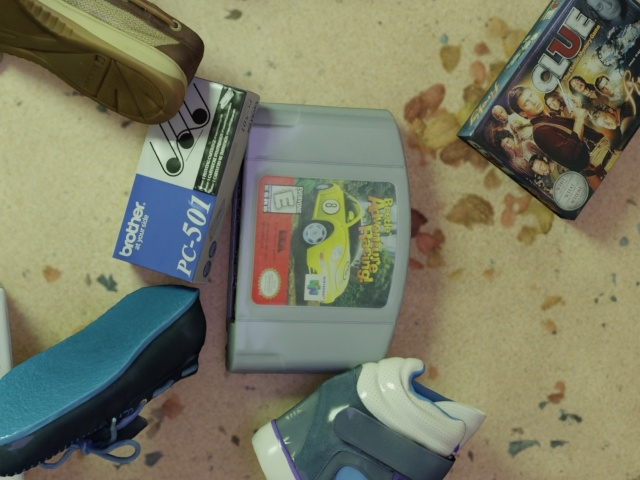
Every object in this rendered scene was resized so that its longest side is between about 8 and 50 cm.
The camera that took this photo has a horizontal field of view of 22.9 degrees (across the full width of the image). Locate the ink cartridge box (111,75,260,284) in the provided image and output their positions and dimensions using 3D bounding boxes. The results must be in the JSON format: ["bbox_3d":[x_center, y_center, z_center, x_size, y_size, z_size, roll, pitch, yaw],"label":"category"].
[{"bbox_3d":[-0.140,-0.067,1.653,0.097,0.046,0.207,17,92,17],"label":"ink cartridge box"}]

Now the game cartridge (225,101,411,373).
[{"bbox_3d":[0.000,0.000,1.720,0.196,0.060,0.294,1,95,-20],"label":"game cartridge"}]

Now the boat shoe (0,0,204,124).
[{"bbox_3d":[-0.270,-0.253,1.585,0.342,0.123,0.123,30,56,-8],"label":"boat shoe"}]

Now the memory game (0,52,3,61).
[{"bbox_3d":[-0.384,-0.253,1.602,0.186,0.012,0.186,-2,97,-16],"label":"memory game"}]

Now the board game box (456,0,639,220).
[{"bbox_3d":[0.289,-0.168,1.790,0.165,0.042,0.243,36,85,-16],"label":"board game box"}]

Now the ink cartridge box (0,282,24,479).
[{"bbox_3d":[-0.416,0.199,1.578,0.226,0.131,0.306,-5,99,-16],"label":"ink cartridge box"}]

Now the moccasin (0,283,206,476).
[{"bbox_3d":[-0.207,0.156,1.561,0.342,0.137,0.117,-34,122,-48],"label":"moccasin"}]

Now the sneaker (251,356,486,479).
[{"bbox_3d":[0.097,0.284,1.716,0.236,0.130,0.323,-29,100,3],"label":"sneaker"}]
